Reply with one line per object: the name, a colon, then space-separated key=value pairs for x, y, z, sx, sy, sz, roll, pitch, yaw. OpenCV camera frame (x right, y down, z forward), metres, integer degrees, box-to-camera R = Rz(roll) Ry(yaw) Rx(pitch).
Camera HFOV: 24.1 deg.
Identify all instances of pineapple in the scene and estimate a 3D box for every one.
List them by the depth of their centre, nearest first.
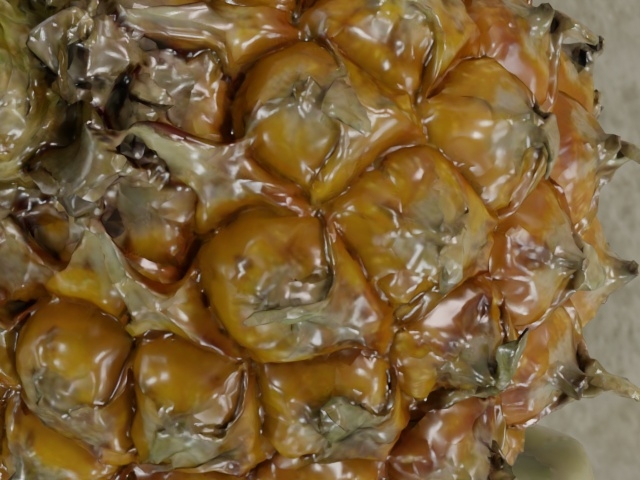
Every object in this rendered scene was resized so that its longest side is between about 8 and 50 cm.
pineapple: x=-0.002 y=-0.001 z=0.546 sx=0.209 sy=0.286 sz=0.344 roll=20 pitch=84 yaw=28

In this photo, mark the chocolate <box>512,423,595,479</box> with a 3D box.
chocolate: x=0.087 y=0.282 z=0.936 sx=0.314 sy=0.326 sz=0.297 roll=-3 pitch=133 yaw=-17
